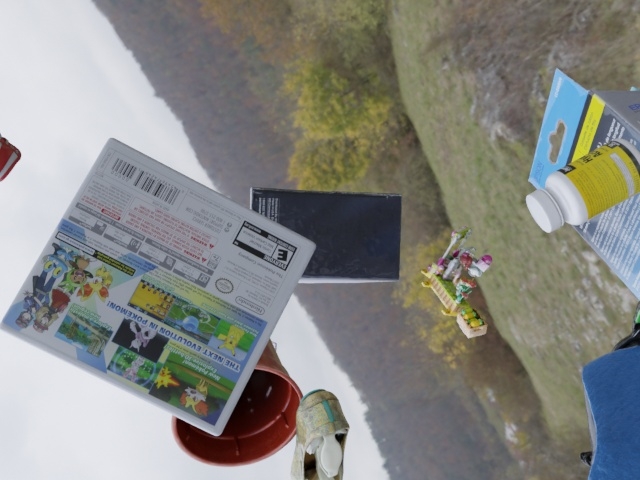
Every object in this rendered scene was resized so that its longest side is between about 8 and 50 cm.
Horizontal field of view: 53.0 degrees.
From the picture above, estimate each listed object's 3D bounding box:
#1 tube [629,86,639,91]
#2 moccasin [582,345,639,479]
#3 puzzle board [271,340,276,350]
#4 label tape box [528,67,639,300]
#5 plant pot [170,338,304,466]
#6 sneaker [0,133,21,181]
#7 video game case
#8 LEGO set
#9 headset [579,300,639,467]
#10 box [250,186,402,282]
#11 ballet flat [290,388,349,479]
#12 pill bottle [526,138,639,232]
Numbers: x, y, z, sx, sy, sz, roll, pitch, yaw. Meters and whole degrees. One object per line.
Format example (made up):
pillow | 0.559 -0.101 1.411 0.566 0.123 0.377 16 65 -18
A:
tube | 0.889 -0.351 1.699 0.052 0.207 0.080 -115 35 -58
moccasin | 0.327 0.224 0.594 0.116 0.138 0.342 60 -150 -12
puzzle board | -0.167 0.349 1.880 0.096 0.011 0.128 12 102 41
label tape box | 0.463 -0.082 0.939 0.240 0.106 0.333 85 162 -49
plant pot | -0.195 0.300 1.411 0.272 0.272 0.265 58 -178 -31
sneaker | -0.328 -0.114 0.628 0.067 0.042 0.118 43 -137 -74
video game case | -0.217 0.062 0.892 0.329 0.299 0.036 28 171 -4
LEGO set | 0.273 0.058 1.223 0.132 0.107 0.287 28 -154 1
headset | 0.549 0.278 1.115 0.243 0.185 0.394 -68 -31 -48
box | 0.000 0.000 1.351 0.296 0.294 0.182 138 133 -84
ballet flat | 0.004 0.452 1.319 0.123 0.123 0.348 -118 23 -48
pill bottle | 0.287 -0.056 0.697 0.065 0.116 0.065 61 -179 -2
